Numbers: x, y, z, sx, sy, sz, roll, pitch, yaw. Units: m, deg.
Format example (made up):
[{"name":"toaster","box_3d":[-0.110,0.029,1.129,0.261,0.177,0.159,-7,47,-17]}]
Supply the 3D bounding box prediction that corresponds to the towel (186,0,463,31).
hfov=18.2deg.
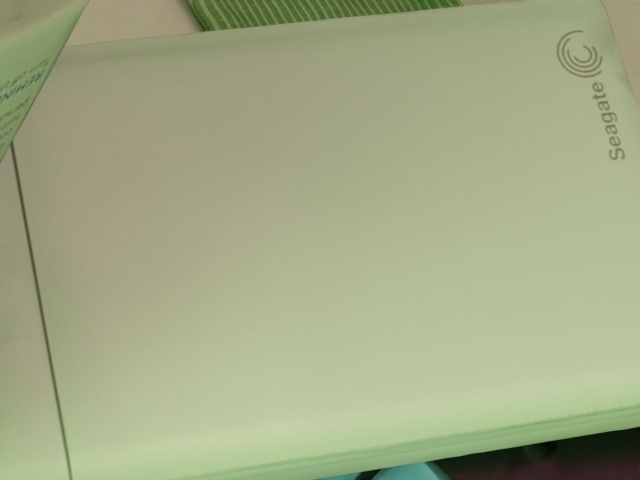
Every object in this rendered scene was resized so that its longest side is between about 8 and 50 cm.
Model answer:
[{"name":"towel","box_3d":[0.028,-0.147,1.425,0.248,0.038,0.325,-8,56,-40]}]

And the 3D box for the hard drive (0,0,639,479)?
[{"name":"hard drive","box_3d":[0.000,0.000,0.980,0.353,0.047,0.233,-7,66,-15]}]

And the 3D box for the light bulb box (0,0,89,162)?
[{"name":"light bulb box","box_3d":[-0.345,-0.053,0.806,0.358,0.361,0.225,43,38,9]}]

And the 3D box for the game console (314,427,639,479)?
[{"name":"game console","box_3d":[-0.023,0.150,0.955,0.342,0.060,0.386,42,65,13]}]
